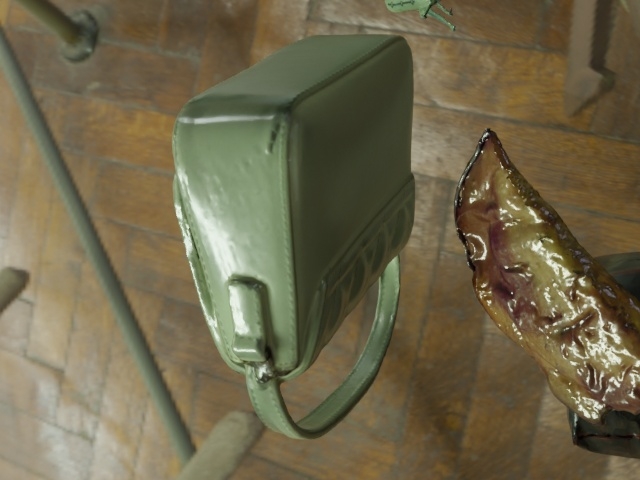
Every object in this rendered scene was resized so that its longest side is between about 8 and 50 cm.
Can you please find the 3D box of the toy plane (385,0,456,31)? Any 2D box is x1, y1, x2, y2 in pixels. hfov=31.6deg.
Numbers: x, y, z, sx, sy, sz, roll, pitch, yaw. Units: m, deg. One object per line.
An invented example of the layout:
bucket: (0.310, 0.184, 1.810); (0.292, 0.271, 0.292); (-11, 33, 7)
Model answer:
toy plane: (0.076, -0.198, 0.920); (0.033, 0.080, 0.083); (-61, 28, 4)

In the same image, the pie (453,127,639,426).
pie: (0.120, 0.031, 0.574); (0.170, 0.034, 0.092); (49, 140, 17)

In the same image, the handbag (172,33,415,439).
handbag: (0.000, 0.000, 0.668); (0.079, 0.256, 0.219); (1, 109, 21)

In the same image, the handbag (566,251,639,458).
handbag: (0.272, 0.087, 0.887); (0.169, 0.215, 0.155); (-7, 97, 10)
